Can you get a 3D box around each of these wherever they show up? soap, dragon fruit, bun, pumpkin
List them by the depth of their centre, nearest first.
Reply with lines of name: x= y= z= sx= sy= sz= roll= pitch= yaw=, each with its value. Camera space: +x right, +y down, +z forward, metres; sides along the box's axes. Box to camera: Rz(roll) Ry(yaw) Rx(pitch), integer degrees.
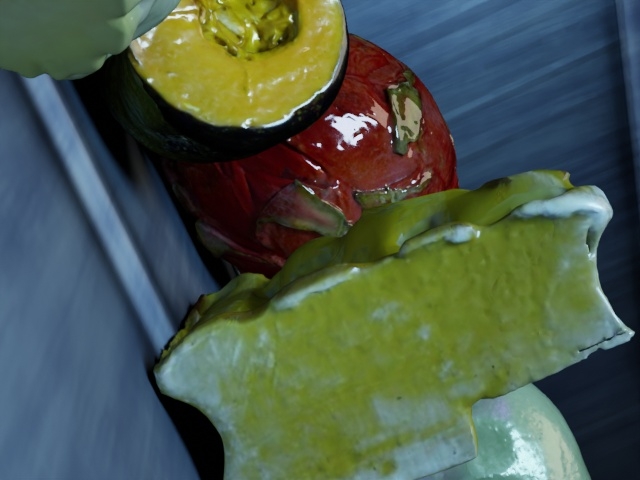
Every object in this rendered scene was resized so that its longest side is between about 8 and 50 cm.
soap: x=0.053 y=0.056 z=1.017 sx=0.339 sy=0.304 sz=0.169 roll=-85 pitch=153 yaw=-85
pumpkin: x=-0.135 y=-0.202 z=1.164 sx=0.232 sy=0.242 sz=0.325 roll=-31 pitch=-105 yaw=62
bun: x=0.107 y=0.247 z=1.281 sx=0.179 sy=0.283 sz=0.283 roll=-13 pitch=76 yaw=-54
dragon fruit: x=-0.006 y=-0.076 z=1.390 sx=0.342 sy=0.277 sz=0.277 roll=55 pitch=9 yaw=-47

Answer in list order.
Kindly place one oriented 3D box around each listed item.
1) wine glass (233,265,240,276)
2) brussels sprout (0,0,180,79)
wine glass: x=0.000 y=0.000 z=1.601 sx=0.093 sy=0.202 sz=0.093 roll=-25 pitch=90 yaw=-89
brussels sprout: x=-0.147 y=-0.235 z=0.682 sx=0.316 sy=0.242 sz=0.274 roll=-102 pitch=-169 yaw=-60
